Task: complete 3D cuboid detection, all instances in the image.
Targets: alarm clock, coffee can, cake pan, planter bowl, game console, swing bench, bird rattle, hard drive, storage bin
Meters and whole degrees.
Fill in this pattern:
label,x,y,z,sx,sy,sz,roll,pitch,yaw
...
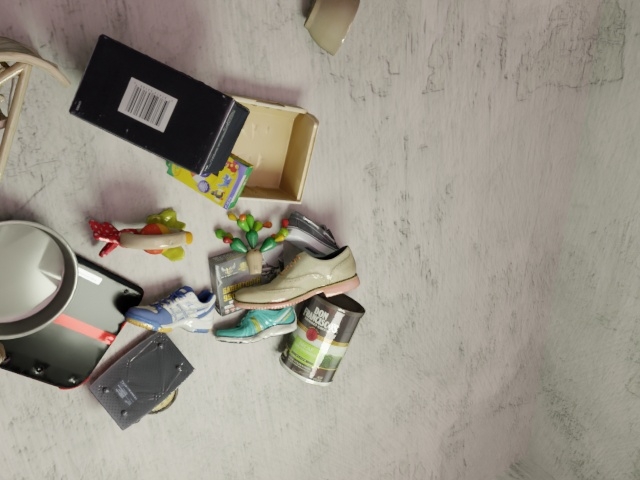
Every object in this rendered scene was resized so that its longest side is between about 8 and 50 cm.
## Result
label,x,y,z,sx,sy,sz,roll,pitch,yaw
alarm clock,-0.509,0.468,1.790,0.192,0.064,0.129,-54,132,-6
coffee can,0.005,0.315,1.998,0.201,0.201,0.276,15,102,-40
cake pan,-0.721,0.086,1.390,0.293,0.054,0.294,-17,118,-34
planter bowl,0.022,-0.598,1.607,0.109,0.162,0.162,24,98,-14
game console,-0.695,0.193,1.533,0.386,0.060,0.342,37,84,-42
swing bench,-0.658,-0.290,1.182,0.165,0.253,0.255,36,88,-41
bird rattle,-0.444,-0.016,1.522,0.253,0.206,0.143,4,91,-47
hard drive,-0.506,0.395,1.707,0.254,0.054,0.172,-40,88,-16
storage bin,-0.162,-0.250,1.651,0.262,0.123,0.261,2,111,-36

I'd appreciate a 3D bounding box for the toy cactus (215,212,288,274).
label,x,y,z,sx,sy,sz,roll,pitch,yaw
toy cactus,-0.190,0.007,1.741,0.218,0.112,0.181,0,76,-28

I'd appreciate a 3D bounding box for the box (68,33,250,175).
label,x,y,z,sx,sy,sz,roll,pitch,yaw
box,-0.335,-0.284,1.322,0.296,0.294,0.183,26,98,-4

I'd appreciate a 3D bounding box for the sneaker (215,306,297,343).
label,x,y,z,sx,sy,sz,roll,pitch,yaw
sneaker,-0.209,0.263,1.905,0.275,0.107,0.110,-13,91,-27

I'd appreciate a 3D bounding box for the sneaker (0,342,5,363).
label,x,y,z,sx,sy,sz,roll,pitch,yaw
sneaker,-0.817,0.240,1.369,0.188,0.071,0.066,24,93,-42

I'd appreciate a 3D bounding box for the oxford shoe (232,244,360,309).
label,x,y,z,sx,sy,sz,roll,pitch,yaw
oxford shoe,-0.079,0.110,1.809,0.396,0.140,0.147,-13,102,-19

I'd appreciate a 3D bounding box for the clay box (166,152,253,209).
label,x,y,z,sx,sy,sz,roll,pitch,yaw
clay box,-0.295,-0.189,1.527,0.128,0.222,0.053,-62,173,17

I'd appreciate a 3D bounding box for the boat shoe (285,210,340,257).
label,x,y,z,sx,sy,sz,roll,pitch,yaw
boat shoe,0.000,0.000,1.912,0.301,0.108,0.102,32,67,-39

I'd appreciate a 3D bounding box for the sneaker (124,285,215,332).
label,x,y,z,sx,sy,sz,roll,pitch,yaw
sneaker,-0.420,0.187,1.690,0.296,0.111,0.131,12,93,-56

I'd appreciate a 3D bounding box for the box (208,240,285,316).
label,x,y,z,sx,sy,sz,roll,pitch,yaw
box,-0.219,0.111,1.830,0.230,0.056,0.183,-18,122,-29
